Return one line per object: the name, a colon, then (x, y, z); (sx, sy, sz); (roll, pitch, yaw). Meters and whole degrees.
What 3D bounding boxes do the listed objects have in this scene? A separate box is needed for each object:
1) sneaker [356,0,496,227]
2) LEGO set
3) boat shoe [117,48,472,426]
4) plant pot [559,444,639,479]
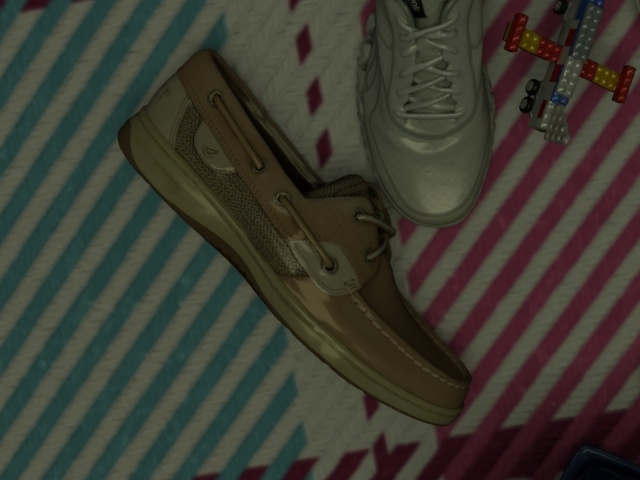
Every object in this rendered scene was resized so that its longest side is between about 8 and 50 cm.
sneaker: (0.078, -0.149, 1.392); (0.110, 0.118, 0.292); (-1, 102, 4)
LEGO set: (0.201, -0.188, 1.355); (0.182, 0.060, 0.244); (-31, 111, -21)
boat shoe: (0.000, 0.000, 1.422); (0.341, 0.121, 0.110); (44, 102, -2)
plant pot: (0.248, 0.298, 1.407); (0.236, 0.212, 0.236); (25, 101, 0)
